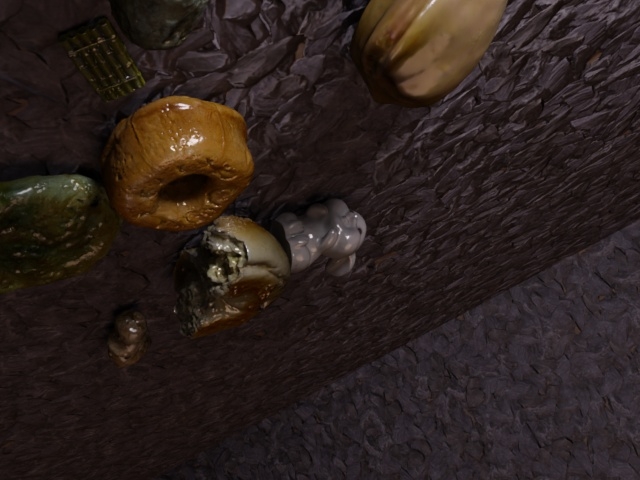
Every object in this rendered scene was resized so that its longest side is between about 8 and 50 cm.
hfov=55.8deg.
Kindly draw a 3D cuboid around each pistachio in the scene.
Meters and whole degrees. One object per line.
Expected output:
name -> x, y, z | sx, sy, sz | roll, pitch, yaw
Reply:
pistachio -> 0.157, -0.293, 0.805 | 0.260, 0.163, 0.213 | -44, 173, 9

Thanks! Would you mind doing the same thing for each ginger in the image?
ginger -> -0.429, 0.218, 1.351 | 0.104, 0.080, 0.204 | -28, 161, -28

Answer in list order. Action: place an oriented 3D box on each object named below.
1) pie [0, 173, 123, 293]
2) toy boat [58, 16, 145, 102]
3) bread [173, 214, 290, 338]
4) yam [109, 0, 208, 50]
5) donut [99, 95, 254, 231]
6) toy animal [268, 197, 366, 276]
pie -> -0.430, -0.005, 0.910 | 0.277, 0.078, 0.277 | -20, 157, -9
toy boat -> -0.260, -0.214, 0.727 | 0.063, 0.016, 0.115 | -24, 155, -3
bread -> -0.161, 0.057, 1.166 | 0.192, 0.171, 0.314 | -8, 150, -31
yam -> -0.121, -0.306, 0.538 | 0.133, 0.133, 0.330 | -7, 152, -34
donut -> -0.206, -0.106, 0.878 | 0.227, 0.113, 0.226 | -19, 155, -9
toy animal -> -0.008, 0.002, 1.255 | 0.193, 0.127, 0.178 | -10, 154, -32
